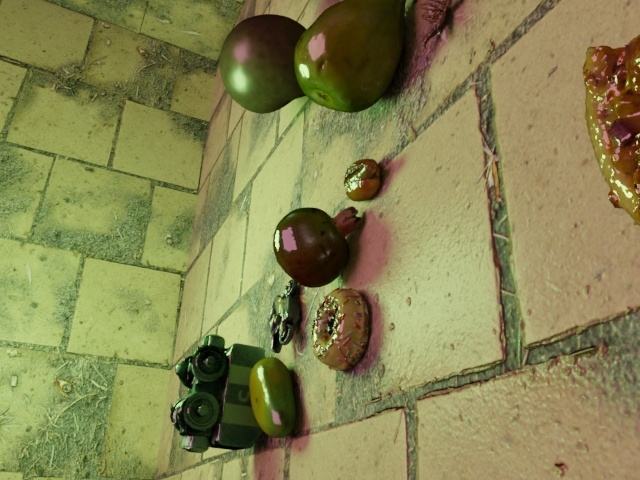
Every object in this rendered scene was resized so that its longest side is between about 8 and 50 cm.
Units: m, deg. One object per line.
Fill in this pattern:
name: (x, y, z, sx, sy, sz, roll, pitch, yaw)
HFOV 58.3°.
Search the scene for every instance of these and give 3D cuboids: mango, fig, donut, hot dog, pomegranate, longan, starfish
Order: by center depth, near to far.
starfish: (0.232, -0.439, 1.096, 0.130, 0.041, 0.133, 121, 147, -54)
donut: (0.034, 0.177, 1.160, 0.174, 0.068, 0.175, -166, 90, -69)
hot dog: (0.089, -0.131, 1.227, 0.140, 0.060, 0.090, -4, 78, 63)
fig: (0.066, -0.440, 1.248, 0.233, 0.233, 0.314, -140, 61, -66)
pomegranate: (0.000, 0.000, 1.253, 0.209, 0.180, 0.180, -32, 32, 3)
mango: (-0.116, 0.379, 1.367, 0.237, 0.091, 0.137, -107, 32, -52)
longan: (-0.156, -0.544, 1.769, 0.319, 0.319, 0.319, -46, 36, 50)

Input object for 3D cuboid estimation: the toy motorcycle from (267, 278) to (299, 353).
toy motorcycle: (-0.098, 0.197, 1.468, 0.124, 0.061, 0.193, -45, 31, 42)

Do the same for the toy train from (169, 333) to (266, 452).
toy train: (-0.259, 0.401, 1.494, 0.167, 0.238, 0.299, -38, 41, 57)

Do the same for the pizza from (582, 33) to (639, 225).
pizza: (0.370, -0.112, 0.500, 0.409, 0.114, 0.278, -103, 30, -44)
